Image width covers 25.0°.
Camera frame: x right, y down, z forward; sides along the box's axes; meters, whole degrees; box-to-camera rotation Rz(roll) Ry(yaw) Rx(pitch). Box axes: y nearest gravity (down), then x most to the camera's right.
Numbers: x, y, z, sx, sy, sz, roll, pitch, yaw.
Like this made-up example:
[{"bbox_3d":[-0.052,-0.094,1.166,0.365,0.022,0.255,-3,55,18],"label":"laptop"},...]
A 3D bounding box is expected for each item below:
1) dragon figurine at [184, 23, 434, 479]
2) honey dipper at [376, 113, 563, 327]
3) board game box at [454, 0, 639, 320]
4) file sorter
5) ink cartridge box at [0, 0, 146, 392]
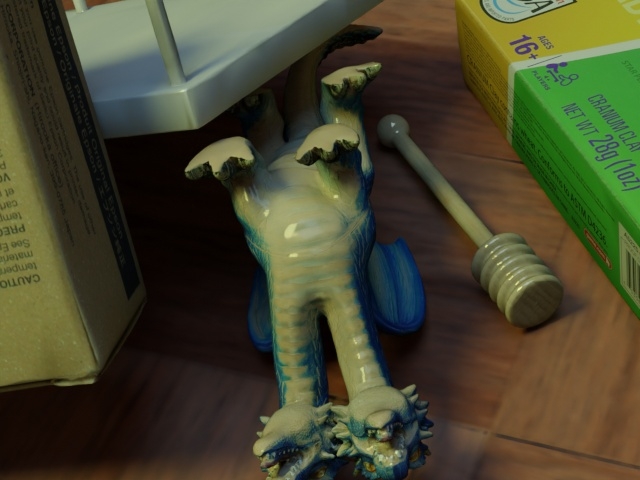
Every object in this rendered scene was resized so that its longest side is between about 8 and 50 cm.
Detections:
[{"bbox_3d":[0.000,0.000,0.664,0.085,0.144,0.289,-10,25,6],"label":"dragon figurine"},{"bbox_3d":[0.065,-0.017,0.708,0.030,0.030,0.161,-24,44,-11],"label":"honey dipper"},{"bbox_3d":[0.258,-0.088,0.708,0.316,0.064,0.242,-21,45,-8],"label":"board game box"},{"bbox_3d":[-0.142,-0.156,0.710,0.277,0.173,0.193,-3,23,33],"label":"file sorter"},{"bbox_3d":[-0.211,-0.028,0.594,0.234,0.193,0.088,-9,18,11],"label":"ink cartridge box"}]
